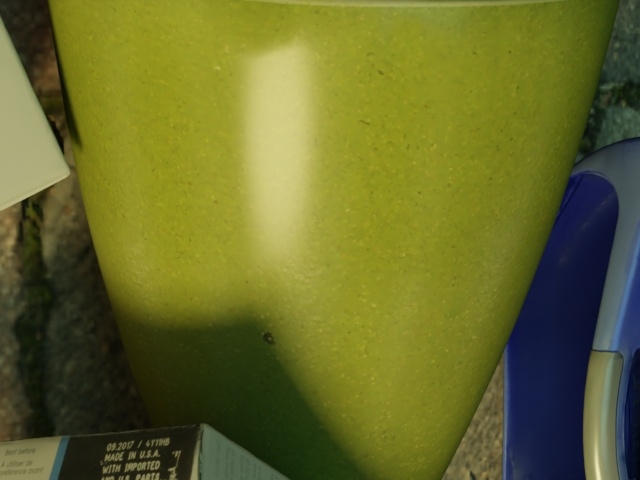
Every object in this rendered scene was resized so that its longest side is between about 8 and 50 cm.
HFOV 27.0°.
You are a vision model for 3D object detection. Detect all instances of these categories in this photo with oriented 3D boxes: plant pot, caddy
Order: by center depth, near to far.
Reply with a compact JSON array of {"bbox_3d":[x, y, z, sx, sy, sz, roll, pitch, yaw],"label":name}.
[{"bbox_3d":[0.000,0.000,0.683,0.275,0.275,0.293,-10,112,-31],"label":"plant pot"},{"bbox_3d":[0.224,0.107,0.821,0.179,0.241,0.341,-2,93,-38],"label":"caddy"}]

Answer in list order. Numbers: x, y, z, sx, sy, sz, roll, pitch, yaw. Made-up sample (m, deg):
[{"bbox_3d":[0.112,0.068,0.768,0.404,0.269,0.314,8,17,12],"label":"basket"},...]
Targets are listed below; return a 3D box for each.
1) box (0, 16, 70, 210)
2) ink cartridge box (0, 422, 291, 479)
[{"bbox_3d":[-0.208,-0.086,0.605,0.091,0.130,0.170,-30,107,-28],"label":"box"},{"bbox_3d":[-0.082,0.152,0.638,0.208,0.206,0.045,46,43,-45],"label":"ink cartridge box"}]
